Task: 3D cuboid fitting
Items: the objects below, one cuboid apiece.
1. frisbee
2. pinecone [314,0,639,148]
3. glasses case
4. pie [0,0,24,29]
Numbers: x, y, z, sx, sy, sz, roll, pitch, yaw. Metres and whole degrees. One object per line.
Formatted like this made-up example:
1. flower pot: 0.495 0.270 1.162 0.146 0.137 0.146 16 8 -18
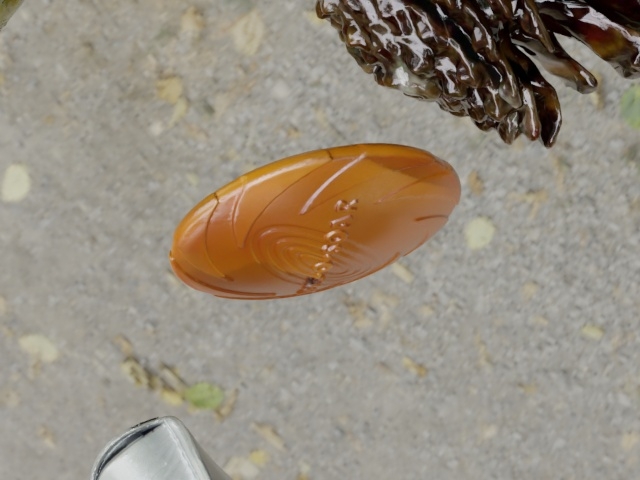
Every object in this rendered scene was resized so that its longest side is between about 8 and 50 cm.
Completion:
1. frisbee: 0.000 0.000 0.848 0.192 0.192 0.035 -41 56 42
2. pinecone: 0.120 -0.200 0.772 0.246 0.292 0.246 50 171 11
3. glasses case: -0.064 0.216 0.916 0.128 0.083 0.308 52 176 26
4. pie: -0.332 -0.270 0.924 0.339 0.077 0.339 9 126 13
